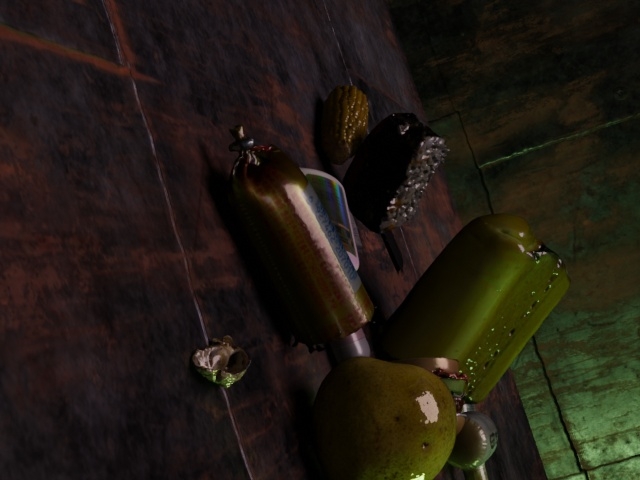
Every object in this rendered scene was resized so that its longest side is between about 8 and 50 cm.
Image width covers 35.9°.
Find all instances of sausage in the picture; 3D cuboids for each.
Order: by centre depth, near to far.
[{"bbox_3d":[-0.047,-0.007,1.308,0.117,0.125,0.317,4,-54,57],"label":"sausage"}]

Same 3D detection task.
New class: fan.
[{"bbox_3d":[0.057,0.194,1.510,0.130,0.074,0.244,-10,76,-64],"label":"fan"}]

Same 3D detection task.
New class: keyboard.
[{"bbox_3d":[0.145,-0.020,2.188,0.074,0.015,0.196,-71,140,-61],"label":"keyboard"}]

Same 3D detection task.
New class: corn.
[{"bbox_3d":[0.048,-0.232,1.945,0.262,0.097,0.097,-82,150,-57],"label":"corn"}]

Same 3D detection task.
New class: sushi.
[{"bbox_3d":[0.137,-0.126,1.877,0.136,0.225,0.126,-8,48,-51],"label":"sushi"}]

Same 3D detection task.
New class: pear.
[{"bbox_3d":[0.082,0.252,1.299,0.197,0.197,0.197,-19,90,-75],"label":"pear"}]

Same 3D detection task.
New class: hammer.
[{"bbox_3d":[0.325,0.506,2.022,0.202,0.113,0.306,14,64,-69],"label":"hammer"}]

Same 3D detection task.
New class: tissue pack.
[{"bbox_3d":[0.037,-0.033,1.793,0.193,0.026,0.123,0,71,-74],"label":"tissue pack"}]

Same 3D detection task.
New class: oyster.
[{"bbox_3d":[-0.116,0.132,1.069,0.083,0.038,0.081,12,28,-41],"label":"oyster"}]

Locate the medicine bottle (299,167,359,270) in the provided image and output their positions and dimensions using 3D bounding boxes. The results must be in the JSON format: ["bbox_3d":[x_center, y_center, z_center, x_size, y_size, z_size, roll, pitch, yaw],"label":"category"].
[{"bbox_3d":[0.000,0.000,1.497,0.115,0.078,0.219,20,48,-41],"label":"medicine bottle"}]

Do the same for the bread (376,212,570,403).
[{"bbox_3d":[0.277,0.123,1.823,0.251,0.376,0.208,25,17,-47],"label":"bread"}]

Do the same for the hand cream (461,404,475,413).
[{"bbox_3d":[0.319,0.391,2.231,0.124,0.077,0.341,26,54,-70],"label":"hand cream"}]

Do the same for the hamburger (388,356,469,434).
[{"bbox_3d":[0.165,0.270,1.635,0.175,0.175,0.137,34,53,-66],"label":"hamburger"}]
